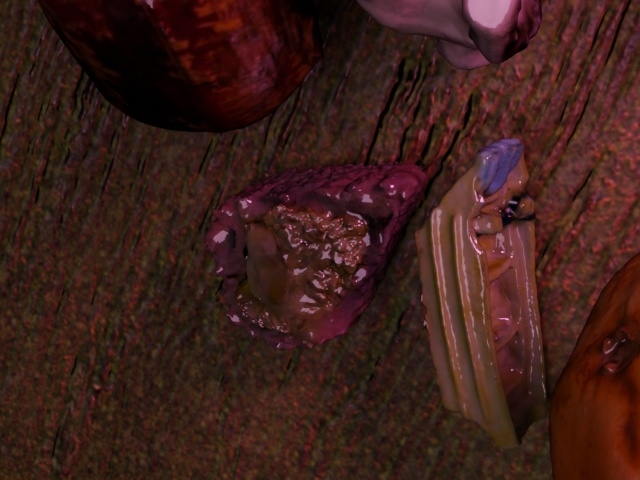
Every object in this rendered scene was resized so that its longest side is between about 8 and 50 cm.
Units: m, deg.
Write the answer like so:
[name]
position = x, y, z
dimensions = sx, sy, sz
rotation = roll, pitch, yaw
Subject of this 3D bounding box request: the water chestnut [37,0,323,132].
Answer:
[water chestnut]
position = -0.096, -0.264, 1.373
dimensions = 0.302, 0.350, 0.350
rotation = -17, 100, 3

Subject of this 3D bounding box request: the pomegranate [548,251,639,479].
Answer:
[pomegranate]
position = 0.388, 0.159, 1.247
dimensions = 0.410, 0.410, 0.410
rotation = 9, 112, 24

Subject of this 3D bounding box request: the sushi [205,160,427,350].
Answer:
[sushi]
position = 0.003, 0.019, 1.525
dimensions = 0.241, 0.107, 0.161
rotation = -7, 108, 29

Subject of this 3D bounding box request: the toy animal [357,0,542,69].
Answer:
[toy animal]
position = 0.124, -0.306, 1.287
dimensions = 0.194, 0.302, 0.344
rotation = 14, 89, 17

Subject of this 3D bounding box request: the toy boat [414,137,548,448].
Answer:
[toy boat]
position = 0.147, 0.045, 1.453
dimensions = 0.084, 0.111, 0.276
rotation = 3, 110, 32
